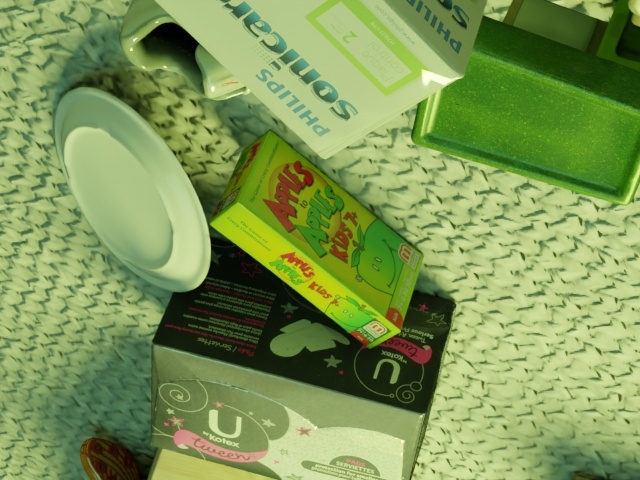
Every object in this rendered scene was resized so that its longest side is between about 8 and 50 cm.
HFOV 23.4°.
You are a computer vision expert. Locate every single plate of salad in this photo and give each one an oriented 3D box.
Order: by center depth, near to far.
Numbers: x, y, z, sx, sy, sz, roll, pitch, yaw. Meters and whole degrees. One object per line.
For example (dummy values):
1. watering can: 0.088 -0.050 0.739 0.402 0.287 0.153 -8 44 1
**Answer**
1. plate of salad: -0.157 -0.046 1.331 0.200 0.048 0.200 33 142 31

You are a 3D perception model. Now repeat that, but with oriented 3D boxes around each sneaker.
1. sneaker: -0.044 -0.142 1.163 0.232 0.115 0.090 8 136 14
2. sneaker: -0.221 0.284 1.710 0.067 0.064 0.175 -13 128 27

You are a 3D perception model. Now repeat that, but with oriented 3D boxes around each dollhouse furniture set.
1. dollhouse furniture set: 0.178 -0.203 0.958 0.151 0.197 0.301 20 139 9

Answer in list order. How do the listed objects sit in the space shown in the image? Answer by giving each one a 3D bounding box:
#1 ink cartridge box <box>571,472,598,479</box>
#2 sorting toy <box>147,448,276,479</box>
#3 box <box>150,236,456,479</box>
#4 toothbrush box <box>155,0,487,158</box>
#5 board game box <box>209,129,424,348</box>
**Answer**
1. ink cartridge box: 0.332 0.348 1.460 0.235 0.193 0.088 14 139 9
2. sorting toy: -0.073 0.319 1.598 0.257 0.089 0.255 16 112 -11
3. box: -0.020 0.125 1.409 0.247 0.142 0.163 15 137 7
4. toothbrush box: 0.006 -0.225 0.935 0.206 0.283 0.122 43 134 -21
5. board game box: 0.000 0.000 1.309 0.181 0.092 0.043 39 135 -19
